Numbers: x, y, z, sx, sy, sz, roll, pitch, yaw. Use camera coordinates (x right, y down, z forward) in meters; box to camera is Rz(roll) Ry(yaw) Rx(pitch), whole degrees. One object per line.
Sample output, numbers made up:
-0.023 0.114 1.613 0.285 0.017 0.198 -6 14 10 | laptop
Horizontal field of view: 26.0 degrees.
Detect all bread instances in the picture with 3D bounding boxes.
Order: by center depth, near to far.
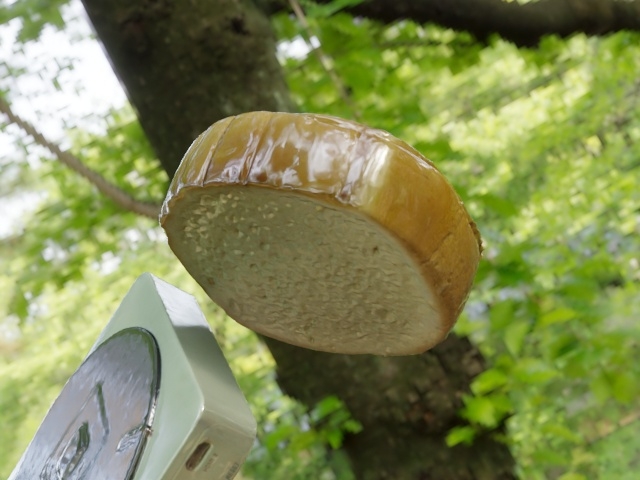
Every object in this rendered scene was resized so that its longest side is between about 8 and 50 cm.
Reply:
0.000 0.000 0.969 0.236 0.236 0.070 -38 27 58 | bread

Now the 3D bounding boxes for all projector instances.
-0.148 0.179 0.979 0.257 0.079 0.259 -57 23 8 | projector
